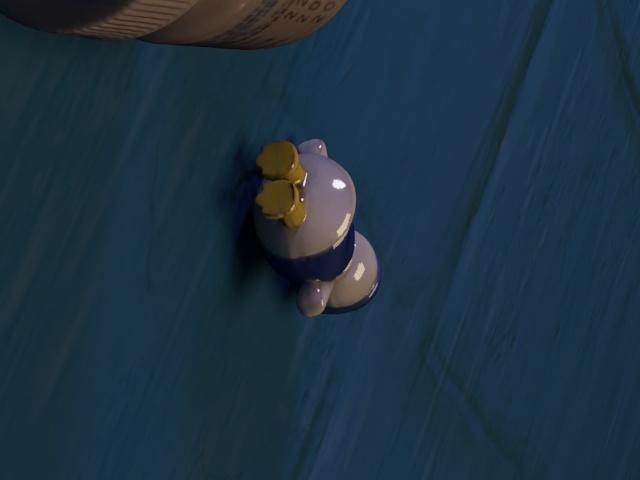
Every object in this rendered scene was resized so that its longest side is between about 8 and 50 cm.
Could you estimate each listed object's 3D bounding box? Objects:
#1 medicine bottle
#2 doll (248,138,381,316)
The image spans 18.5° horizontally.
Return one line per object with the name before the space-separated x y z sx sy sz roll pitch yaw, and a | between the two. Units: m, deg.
medicine bottle | -0.055 -0.125 0.744 0.168 0.105 0.105 -7 108 -66
doll | 0.000 0.000 0.995 0.143 0.058 0.098 57 29 -61
